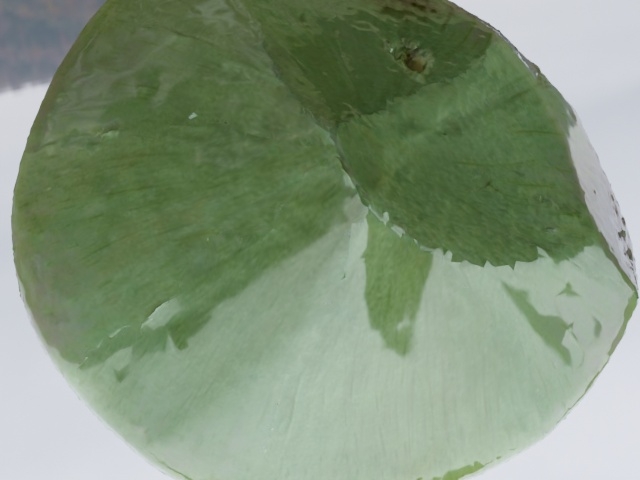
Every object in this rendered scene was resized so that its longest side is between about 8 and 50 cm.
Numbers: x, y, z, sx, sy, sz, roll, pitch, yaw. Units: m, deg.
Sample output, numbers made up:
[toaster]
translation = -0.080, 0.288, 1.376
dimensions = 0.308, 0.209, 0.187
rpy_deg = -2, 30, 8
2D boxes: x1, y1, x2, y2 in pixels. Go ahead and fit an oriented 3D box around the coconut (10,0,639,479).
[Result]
[coconut]
translation = 0.000, 0.000, 0.791
dimensions = 0.281, 0.328, 0.328
rpy_deg = -58, -152, -11
